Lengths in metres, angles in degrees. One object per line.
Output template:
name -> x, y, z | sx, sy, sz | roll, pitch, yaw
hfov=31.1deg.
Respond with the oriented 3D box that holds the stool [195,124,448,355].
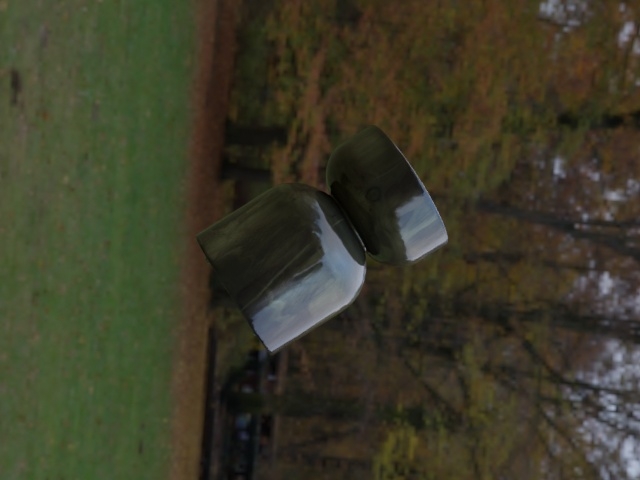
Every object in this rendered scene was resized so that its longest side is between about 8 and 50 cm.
stool -> 0.000, 0.000, 1.424 | 0.179, 0.264, 0.179 | 58, -3, 5
